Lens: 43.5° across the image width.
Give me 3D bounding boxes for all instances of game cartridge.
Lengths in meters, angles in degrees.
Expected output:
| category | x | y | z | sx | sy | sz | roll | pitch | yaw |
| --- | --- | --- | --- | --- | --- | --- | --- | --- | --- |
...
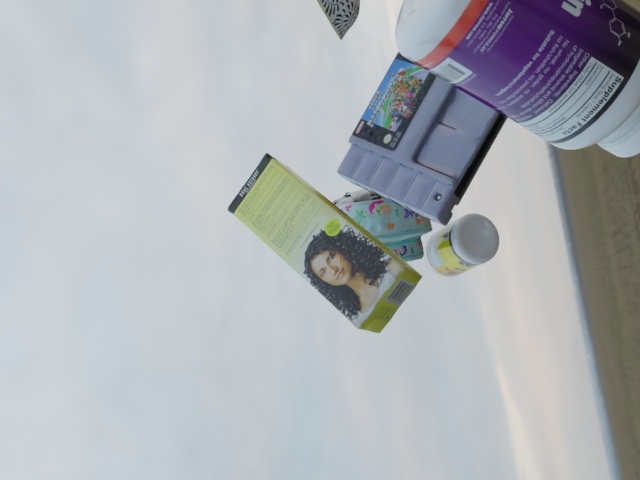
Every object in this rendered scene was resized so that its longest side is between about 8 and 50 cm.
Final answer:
| category | x | y | z | sx | sy | sz | roll | pitch | yaw |
| --- | --- | --- | --- | --- | --- | --- | --- | --- | --- |
| game cartridge | 0.194 | -0.223 | 1.324 | 0.355 | 0.230 | 0.068 | -61 | -32 | -2 |

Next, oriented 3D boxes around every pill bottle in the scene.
| category | x | y | z | sx | sy | sz | roll | pitch | yaw |
| --- | --- | --- | --- | --- | --- | --- | --- | --- | --- |
| pill bottle | 0.319 | 0.018 | 1.867 | 0.215 | 0.117 | 0.117 | 138 | 126 | -70 |
| pill bottle | 0.260 | -0.227 | 0.942 | 0.322 | 0.181 | 0.182 | 27 | -141 | -14 |

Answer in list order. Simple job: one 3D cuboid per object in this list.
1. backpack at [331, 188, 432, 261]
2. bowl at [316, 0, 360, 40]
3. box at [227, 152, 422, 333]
| category | x | y | z | sx | sy | sz | roll | pitch | yaw |
| --- | --- | --- | --- | --- | --- | --- | --- | --- | --- |
| backpack | 0.137 | -0.037 | 1.790 | 0.253 | 0.225 | 0.191 | 153 | 108 | -84 |
| bowl | 0.029 | -0.469 | 1.501 | 0.170 | 0.080 | 0.170 | 58 | -170 | -16 |
| box | 0.000 | 0.000 | 0.907 | 0.232 | 0.087 | 0.058 | 39 | -172 | 31 |
